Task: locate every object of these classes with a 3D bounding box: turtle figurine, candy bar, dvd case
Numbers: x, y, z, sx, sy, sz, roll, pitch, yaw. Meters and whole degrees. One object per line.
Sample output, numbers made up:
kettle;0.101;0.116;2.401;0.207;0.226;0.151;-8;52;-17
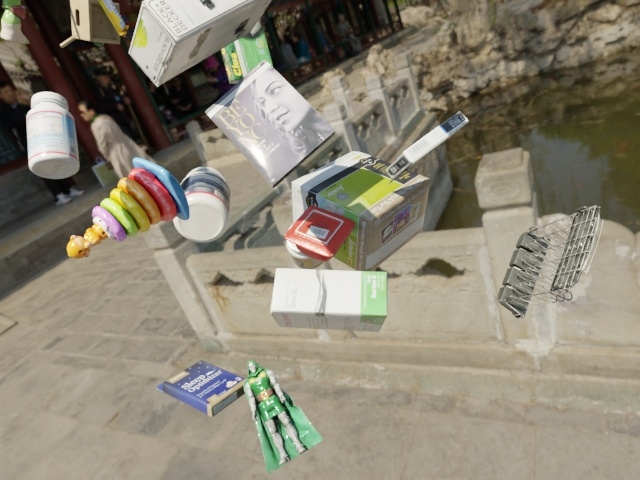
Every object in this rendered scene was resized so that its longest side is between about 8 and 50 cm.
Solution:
turtle figurine;-0.740;-0.636;1.067;0.197;0.266;0.275;4;33;-44
candy bar;-0.441;-0.497;0.910;0.018;0.162;0.040;-6;54;9
dvd case;-0.102;-0.235;0.883;0.164;0.221;0.018;-42;-15;-2

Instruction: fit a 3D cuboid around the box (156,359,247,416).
box;-0.317;0.383;1.188;0.225;0.037;0.136;8;18;33

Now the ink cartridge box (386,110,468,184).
ink cartridge box;0.281;-0.253;1.245;0.206;0.045;0.208;-37;-2;-13

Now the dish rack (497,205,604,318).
dish rack;0.482;0.046;0.929;0.209;0.074;0.271;-64;3;-17

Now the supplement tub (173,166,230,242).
supplement tub;-0.426;-0.137;1.629;0.191;0.191;0.272;-20;34;3

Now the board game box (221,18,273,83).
board game box;-0.209;-0.546;1.174;0.136;0.260;0.030;-16;3;-38

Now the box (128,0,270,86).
box;-0.234;-0.449;0.905;0.290;0.087;0.169;-47;14;-29

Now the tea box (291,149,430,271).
tea box;0.132;-0.108;1.478;0.323;0.220;0.328;29;46;34

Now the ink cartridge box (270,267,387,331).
ink cartridge box;0.025;0.163;1.193;0.288;0.211;0.122;2;68;2

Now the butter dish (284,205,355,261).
butter dish;0.000;0.000;1.280;0.160;0.118;0.160;22;50;21

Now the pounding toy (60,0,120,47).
pounding toy;-0.671;-0.625;1.297;0.100;0.141;0.130;18;24;19

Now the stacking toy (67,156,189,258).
stacking toy;-0.501;-0.058;1.122;0.165;0.175;0.302;22;54;33

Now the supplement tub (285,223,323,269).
supplement tub;-0.054;0.018;1.698;0.144;0.145;0.200;-22;-22;-2

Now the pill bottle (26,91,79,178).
pill bottle;-0.540;-0.213;0.899;0.087;0.160;0.087;-13;-18;-4

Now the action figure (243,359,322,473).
action figure;-0.111;0.374;1.002;0.137;0.063;0.232;-29;64;-8
